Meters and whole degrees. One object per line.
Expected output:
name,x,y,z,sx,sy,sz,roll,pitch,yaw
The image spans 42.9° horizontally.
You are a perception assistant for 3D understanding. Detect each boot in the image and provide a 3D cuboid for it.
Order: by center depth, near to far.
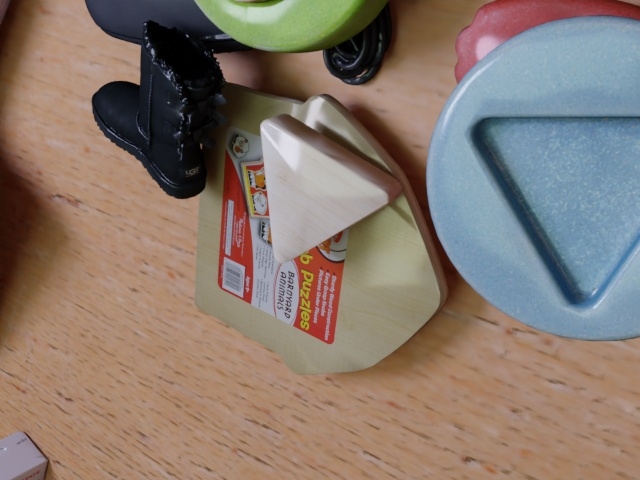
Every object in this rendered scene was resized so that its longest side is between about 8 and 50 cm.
boot,-0.106,-0.094,0.522,0.121,0.045,0.099,46,145,26

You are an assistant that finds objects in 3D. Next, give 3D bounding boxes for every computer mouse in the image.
computer mouse,-0.075,-0.197,0.490,0.262,0.060,0.184,18,118,33

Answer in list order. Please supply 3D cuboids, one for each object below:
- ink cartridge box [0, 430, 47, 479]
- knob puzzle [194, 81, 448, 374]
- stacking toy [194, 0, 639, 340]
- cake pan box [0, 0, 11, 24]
ink cartridge box,-0.353,0.277,0.878,0.052,0.088,0.122,38,126,23
knob puzzle,0.000,0.000,0.522,0.213,0.030,0.213,15,114,35
stacking toy,0.039,-0.098,0.352,0.279,0.130,0.309,-7,104,29
cake pan box,-0.374,-0.255,0.675,0.267,0.070,0.246,46,122,5
